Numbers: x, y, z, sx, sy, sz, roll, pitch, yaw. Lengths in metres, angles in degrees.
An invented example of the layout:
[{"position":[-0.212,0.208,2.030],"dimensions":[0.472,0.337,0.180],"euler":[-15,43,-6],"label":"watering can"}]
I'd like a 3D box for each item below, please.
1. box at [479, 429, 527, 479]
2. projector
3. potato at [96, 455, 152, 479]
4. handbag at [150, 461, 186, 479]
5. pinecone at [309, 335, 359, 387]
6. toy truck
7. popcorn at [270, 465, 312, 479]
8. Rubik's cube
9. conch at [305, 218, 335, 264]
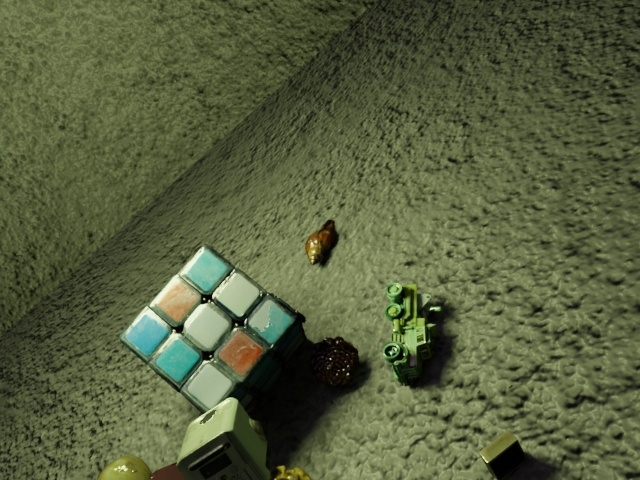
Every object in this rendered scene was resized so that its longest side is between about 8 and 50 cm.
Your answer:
[{"position":[0.374,0.443,1.357],"dimensions":[0.079,0.083,0.035],"euler":[-37,34,-6],"label":"box"},{"position":[-0.217,0.492,1.529],"dimensions":[0.163,0.177,0.242],"euler":[-32,8,2],"label":"projector"},{"position":[-0.559,0.717,1.897],"dimensions":[0.159,0.174,0.251],"euler":[5,23,3],"label":"potato"},{"position":[-0.381,0.710,1.815],"dimensions":[0.203,0.074,0.216],"euler":[-31,37,15],"label":"handbag"},{"position":[0.039,0.324,1.787],"dimensions":[0.140,0.140,0.121],"euler":[-41,1,1],"label":"pinecone"},{"position":[0.239,0.232,1.697],"dimensions":[0.135,0.128,0.259],"euler":[-6,45,22],"label":"toy truck"},{"position":[-0.112,0.640,1.526],"dimensions":[0.250,0.190,0.250],"euler":[-30,37,25],"label":"popcorn"},{"position":[-0.278,0.273,1.842],"dimensions":[0.363,0.362,0.359],"euler":[35,79,12],"label":"Rubik's cube"},{"position":[0.000,-0.002,2.224],"dimensions":[0.086,0.080,0.232],"euler":[1,51,35],"label":"conch"}]
